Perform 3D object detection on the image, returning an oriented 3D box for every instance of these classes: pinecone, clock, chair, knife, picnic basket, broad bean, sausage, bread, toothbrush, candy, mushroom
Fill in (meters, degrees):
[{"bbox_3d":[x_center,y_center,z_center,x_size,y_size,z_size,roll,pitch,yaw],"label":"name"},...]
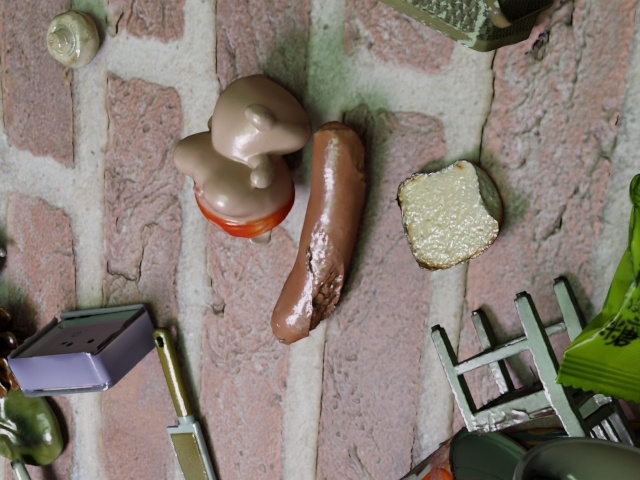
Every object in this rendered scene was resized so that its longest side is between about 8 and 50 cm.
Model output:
[{"bbox_3d":[-0.564,0.192,1.767,0.179,0.195,0.150,-37,76,34],"label":"pinecone"},{"bbox_3d":[-0.359,0.165,1.659,0.193,0.144,0.073,-8,112,34],"label":"clock"},{"bbox_3d":[0.258,0.195,1.280,0.147,0.136,0.271,-26,83,33],"label":"chair"},{"bbox_3d":[-0.205,0.293,1.674,0.061,0.027,0.343,-10,102,30],"label":"knife"},{"bbox_3d":[0.131,-0.327,1.199,0.266,0.165,0.139,32,119,21],"label":"picnic basket"},{"bbox_3d":[-0.524,0.313,1.859,0.206,0.072,0.153,-6,105,20],"label":"broad bean"},{"bbox_3d":[0.002,0.000,1.429,0.087,0.079,0.327,20,116,14],"label":"sausage"},{"bbox_3d":[0.162,-0.033,1.345,0.129,0.044,0.126,-21,86,37],"label":"bread"},{"bbox_3d":[0.288,0.245,1.362,0.321,0.023,0.031,-16,103,35],"label":"toothbrush"},{"bbox_3d":[0.362,0.063,1.179,0.149,0.069,0.246,20,102,-10],"label":"candy"},{"bbox_3d":[-0.357,-0.288,1.568,0.083,0.067,0.084,16,118,31],"label":"mushroom"}]

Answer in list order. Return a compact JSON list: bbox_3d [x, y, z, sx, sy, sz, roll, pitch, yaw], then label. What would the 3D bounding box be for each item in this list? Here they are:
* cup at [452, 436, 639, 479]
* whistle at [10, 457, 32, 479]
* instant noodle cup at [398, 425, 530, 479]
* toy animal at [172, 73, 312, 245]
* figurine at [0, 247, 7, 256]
[{"bbox_3d":[0.223,0.387,1.107,0.322,0.237,0.327,16,117,4],"label":"cup"},{"bbox_3d":[-0.467,0.474,1.852,0.114,0.077,0.236,23,133,68],"label":"whistle"},{"bbox_3d":[0.169,0.372,1.343,0.243,0.243,0.231,46,121,12],"label":"instant noodle cup"},{"bbox_3d":[-0.098,-0.105,1.416,0.171,0.171,0.198,31,115,20],"label":"toy animal"},{"bbox_3d":[-0.596,0.051,1.800,0.197,0.093,0.147,-30,59,35],"label":"figurine"}]
